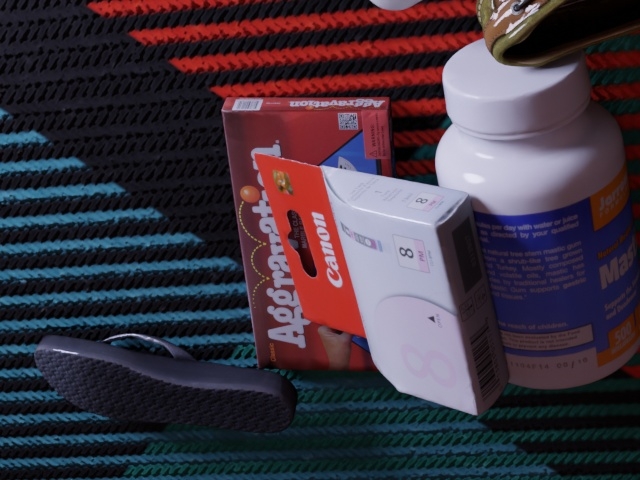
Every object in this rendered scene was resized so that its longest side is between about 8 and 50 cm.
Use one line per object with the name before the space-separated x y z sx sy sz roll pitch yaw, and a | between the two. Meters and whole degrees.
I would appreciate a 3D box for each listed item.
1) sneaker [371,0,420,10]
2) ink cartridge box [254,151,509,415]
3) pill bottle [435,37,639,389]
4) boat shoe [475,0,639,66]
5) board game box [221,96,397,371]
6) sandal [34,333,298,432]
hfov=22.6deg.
sneaker | 0.109 -0.233 1.167 0.085 0.086 0.237 24 141 -29
ink cartridge box | 0.037 0.033 1.330 0.232 0.066 0.189 10 129 37
pill bottle | 0.177 -0.026 1.302 0.152 0.152 0.272 -5 124 14
boat shoe | 0.262 -0.207 1.175 0.307 0.104 0.111 -21 140 26
board game box | 0.000 0.000 1.431 0.145 0.027 0.281 1 124 11
sandal | -0.147 0.133 1.537 0.255 0.054 0.097 11 139 1
